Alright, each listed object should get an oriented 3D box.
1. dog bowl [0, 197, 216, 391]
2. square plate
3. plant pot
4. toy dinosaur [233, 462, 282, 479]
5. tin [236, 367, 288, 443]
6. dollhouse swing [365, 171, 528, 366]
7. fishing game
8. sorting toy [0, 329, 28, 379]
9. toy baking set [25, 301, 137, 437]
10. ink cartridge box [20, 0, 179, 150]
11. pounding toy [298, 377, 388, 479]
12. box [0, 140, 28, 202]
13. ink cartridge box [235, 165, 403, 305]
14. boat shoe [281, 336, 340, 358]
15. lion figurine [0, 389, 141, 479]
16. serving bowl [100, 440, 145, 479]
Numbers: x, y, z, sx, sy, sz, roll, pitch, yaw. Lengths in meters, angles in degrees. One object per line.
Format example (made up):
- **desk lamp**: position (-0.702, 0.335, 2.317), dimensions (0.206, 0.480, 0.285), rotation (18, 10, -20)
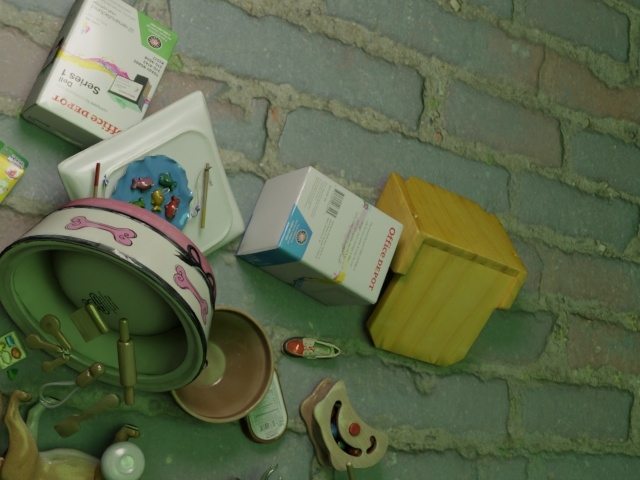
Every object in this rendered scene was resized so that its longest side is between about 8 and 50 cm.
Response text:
- **dog bowl**: position (-0.371, 0.093, 1.680), dimensions (0.408, 0.408, 0.150), rotation (43, 45, -22)
- **square plate**: position (-0.313, -0.074, 1.849), dimensions (0.344, 0.049, 0.347), rotation (-35, 126, -29)
- **plant pot**: position (-0.222, 0.254, 1.904), dimensions (0.238, 0.110, 0.237), rotation (4, 82, -28)
- **toy dinosaur**: position (-0.217, 0.576, 1.893), dimensions (0.314, 0.121, 0.160), rotation (-11, 79, -28)
- **tin**: position (-0.130, 0.346, 2.001), dimensions (0.106, 0.040, 0.189), rotation (-16, 93, -37)
- **dollhouse swing**: position (0.263, 0.078, 2.265), dimensions (0.347, 0.305, 0.315), rotation (18, 34, -29)
- **fishing game**: position (-0.320, -0.071, 1.781), dimensions (0.264, 0.041, 0.189), rotation (1, 101, -44)
- **sorting toy**: position (-0.582, 0.218, 1.740), dimensions (0.062, 0.012, 0.083), rotation (-29, 100, -32)
- **toy baking set**: position (-0.415, 0.228, 1.630), dimensions (0.030, 0.197, 0.256), rotation (-58, 144, -70)
- **ink cartridge box**: position (-0.434, -0.327, 1.831), dimensions (0.201, 0.117, 0.278), rotation (29, 71, -27)
- **pounding toy**: position (0.078, 0.438, 2.050), dimensions (0.154, 0.155, 0.269), rotation (-24, 98, -27)
- **box**: position (-0.637, -0.107, 1.725), dimensions (0.105, 0.043, 0.179), rotation (41, 68, -22)
- **ink cartridge box**: position (0.000, 0.000, 2.023), dimensions (0.270, 0.197, 0.198), rotation (31, 69, -26)
- **boat shoe**: position (-0.022, 0.243, 2.076), dimensions (0.137, 0.043, 0.049), rotation (12, 80, -30)
- **lion figurine**: position (-0.478, 0.435, 1.731), dimensions (0.392, 0.142, 0.240), rotation (24, 80, -13)
- **serving bowl**: position (-0.359, 0.409, 1.696), dimensions (0.083, 0.027, 0.083), rotation (9, 71, -27)
